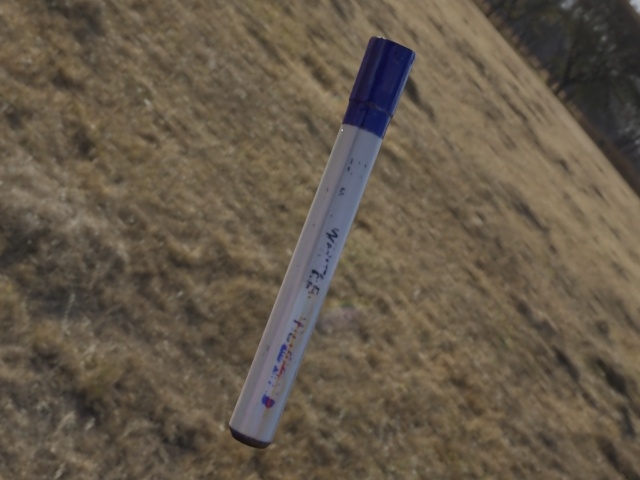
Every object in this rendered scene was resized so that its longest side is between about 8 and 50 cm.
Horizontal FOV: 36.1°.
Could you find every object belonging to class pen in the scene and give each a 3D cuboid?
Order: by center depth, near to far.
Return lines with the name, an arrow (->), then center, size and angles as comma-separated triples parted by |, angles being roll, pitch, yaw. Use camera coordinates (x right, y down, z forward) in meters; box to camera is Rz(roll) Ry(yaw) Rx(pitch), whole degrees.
pen -> 0.000, 0.000, 0.620 | 0.033, 0.269, 0.033 | 21, -2, 1
